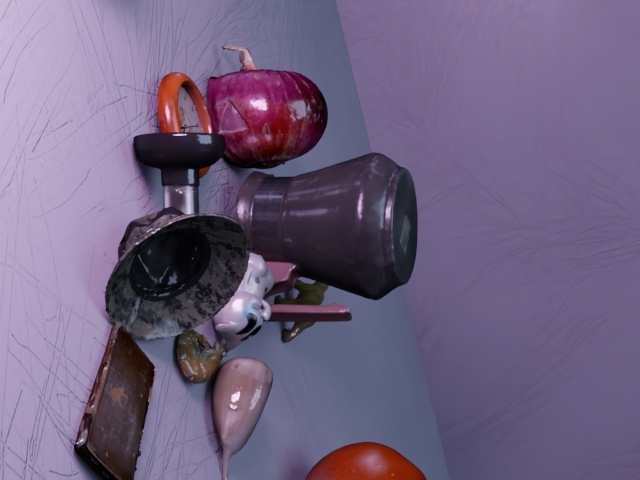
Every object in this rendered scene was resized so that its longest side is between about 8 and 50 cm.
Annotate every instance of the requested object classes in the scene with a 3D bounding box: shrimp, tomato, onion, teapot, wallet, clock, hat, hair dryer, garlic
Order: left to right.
[{"bbox_3d":[-0.292,0.238,1.365,0.232,0.031,0.122,-87,155,-49],"label":"wallet"},{"bbox_3d":[-0.243,0.024,1.486,0.128,0.265,0.265,48,-4,36],"label":"hat"},{"bbox_3d":[-0.244,-0.038,1.693,0.284,0.155,0.321,-127,-144,-79],"label":"hair dryer"},{"bbox_3d":[-0.256,-0.215,1.783,0.205,0.051,0.205,-11,90,-75],"label":"clock"},{"bbox_3d":[-0.212,0.199,1.680,0.099,0.041,0.180,64,16,3],"label":"shrimp"},{"bbox_3d":[-0.152,0.314,1.723,0.148,0.128,0.267,57,34,-26],"label":"garlic"},{"bbox_3d":[-0.106,-0.274,2.046,0.256,0.230,0.273,-69,152,-62],"label":"onion"},{"bbox_3d":[0.000,0.000,1.974,0.306,0.361,0.376,64,32,-53],"label":"teapot"},{"bbox_3d":[0.092,0.591,2.010,0.321,0.321,0.322,-12,90,-75],"label":"tomato"}]

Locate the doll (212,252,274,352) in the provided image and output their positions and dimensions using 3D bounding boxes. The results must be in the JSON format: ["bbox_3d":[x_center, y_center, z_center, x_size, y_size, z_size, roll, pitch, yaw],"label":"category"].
[{"bbox_3d":[-0.148,0.110,1.810,0.110,0.106,0.181,64,24,-52],"label":"doll"}]

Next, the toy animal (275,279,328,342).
[{"bbox_3d":[-0.033,0.141,2.219,0.219,0.101,0.103,-67,141,-64],"label":"toy animal"}]
